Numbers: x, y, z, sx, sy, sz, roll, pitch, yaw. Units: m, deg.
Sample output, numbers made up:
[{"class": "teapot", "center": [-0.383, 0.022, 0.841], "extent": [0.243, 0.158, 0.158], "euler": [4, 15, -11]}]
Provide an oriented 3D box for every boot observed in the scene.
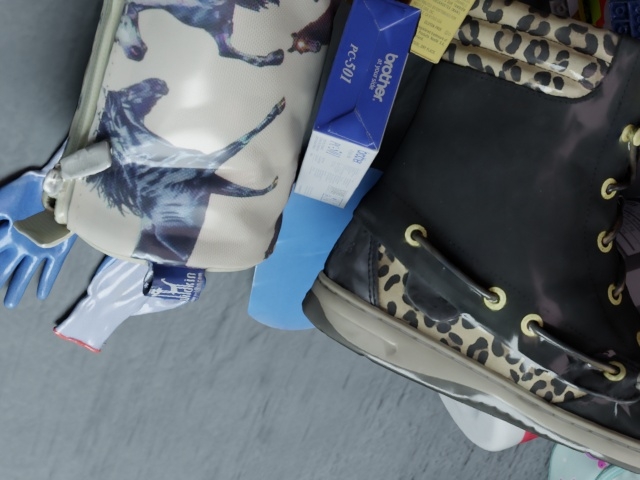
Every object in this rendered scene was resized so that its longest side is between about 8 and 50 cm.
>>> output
[{"class": "boot", "center": [0.206, 0.002, 0.825], "extent": [0.377, 0.138, 0.284], "euler": [22, 95, 4]}]

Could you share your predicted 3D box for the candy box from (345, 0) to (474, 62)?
[{"class": "candy box", "center": [0.089, -0.234, 0.789], "extent": [0.053, 0.109, 0.187], "euler": [20, 110, -34]}]

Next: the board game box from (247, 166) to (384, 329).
[{"class": "board game box", "center": [0.000, 0.000, 0.949], "extent": [0.133, 0.033, 0.169], "euler": [-8, 129, -27]}]

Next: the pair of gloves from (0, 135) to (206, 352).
[{"class": "pair of gloves", "center": [-0.179, 0.010, 0.876], "extent": [0.159, 0.023, 0.198], "euler": [-47, 127, 9]}]

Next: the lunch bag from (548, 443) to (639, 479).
[{"class": "lunch bag", "center": [0.392, 0.283, 1.267], "extent": [0.279, 0.108, 0.224], "euler": [-13, 125, -17]}]

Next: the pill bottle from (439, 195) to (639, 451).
[{"class": "pill bottle", "center": [0.262, 0.060, 1.017], "extent": [0.318, 0.176, 0.176], "euler": [-17, 126, -14]}]

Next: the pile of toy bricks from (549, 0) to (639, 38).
[{"class": "pile of toy bricks", "center": [0.228, -0.257, 0.858], "extent": [0.105, 0.118, 0.212], "euler": [-46, 128, -43]}]

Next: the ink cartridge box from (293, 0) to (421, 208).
[{"class": "ink cartridge box", "center": [0.021, -0.090, 0.781], "extent": [0.046, 0.207, 0.097], "euler": [18, 81, -2]}]

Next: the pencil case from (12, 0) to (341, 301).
[{"class": "pencil case", "center": [-0.069, -0.172, 0.707], "extent": [0.183, 0.160, 0.410], "euler": [-14, 127, -49]}]
